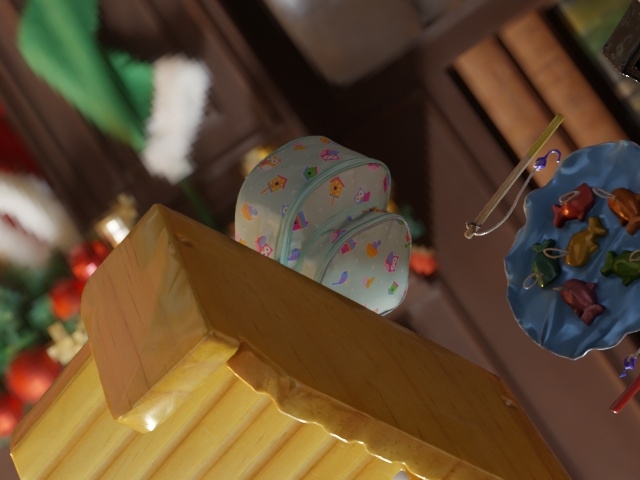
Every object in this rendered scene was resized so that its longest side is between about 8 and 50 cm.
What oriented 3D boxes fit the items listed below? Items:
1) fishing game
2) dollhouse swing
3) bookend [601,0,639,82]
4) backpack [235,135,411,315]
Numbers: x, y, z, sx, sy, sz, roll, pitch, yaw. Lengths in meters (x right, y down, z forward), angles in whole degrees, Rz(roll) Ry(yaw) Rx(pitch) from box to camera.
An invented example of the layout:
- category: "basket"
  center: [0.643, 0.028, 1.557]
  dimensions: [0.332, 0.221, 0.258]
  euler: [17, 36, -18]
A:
- category: "fishing game"
  center: [0.217, 0.003, 1.594]
  dimensions: [0.041, 0.264, 0.189]
  euler: [24, 114, -40]
- category: "dollhouse swing"
  center: [-0.049, 0.195, 1.552]
  dimensions: [0.305, 0.347, 0.315]
  euler: [-55, -155, 13]
- category: "bookend"
  center: [0.388, -0.207, 1.932]
  dimensions: [0.156, 0.157, 0.072]
  euler: [-58, -161, 16]
- category: "backpack"
  center: [0.000, 0.000, 1.900]
  dimensions: [0.166, 0.144, 0.188]
  euler: [-26, 124, -37]
